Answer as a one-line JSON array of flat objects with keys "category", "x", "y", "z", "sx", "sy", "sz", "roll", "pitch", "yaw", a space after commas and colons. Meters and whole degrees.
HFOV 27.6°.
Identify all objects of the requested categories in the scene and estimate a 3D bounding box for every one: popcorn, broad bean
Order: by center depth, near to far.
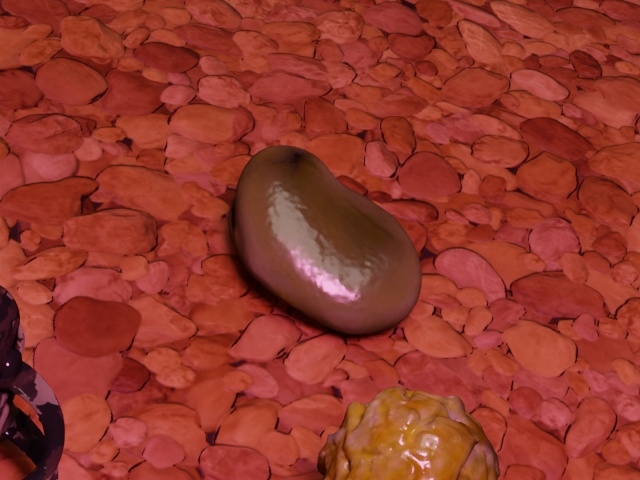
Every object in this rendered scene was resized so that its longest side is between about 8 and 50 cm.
[{"category": "popcorn", "x": 0.080, "y": 0.231, "z": 1.255, "sx": 0.198, "sy": 0.198, "sz": 0.212, "roll": -7, "pitch": 20, "yaw": -22}, {"category": "broad bean", "x": 0.000, "y": 0.000, "z": 1.506, "sx": 0.263, "sy": 0.121, "sz": 0.189, "roll": 38, "pitch": 51, "yaw": 21}]

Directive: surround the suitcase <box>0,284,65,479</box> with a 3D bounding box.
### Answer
[{"category": "suitcase", "x": -0.399, "y": 0.177, "z": 1.154, "sx": 0.339, "sy": 0.194, "sz": 0.351, "roll": 16, "pitch": 43, "yaw": -8}]
